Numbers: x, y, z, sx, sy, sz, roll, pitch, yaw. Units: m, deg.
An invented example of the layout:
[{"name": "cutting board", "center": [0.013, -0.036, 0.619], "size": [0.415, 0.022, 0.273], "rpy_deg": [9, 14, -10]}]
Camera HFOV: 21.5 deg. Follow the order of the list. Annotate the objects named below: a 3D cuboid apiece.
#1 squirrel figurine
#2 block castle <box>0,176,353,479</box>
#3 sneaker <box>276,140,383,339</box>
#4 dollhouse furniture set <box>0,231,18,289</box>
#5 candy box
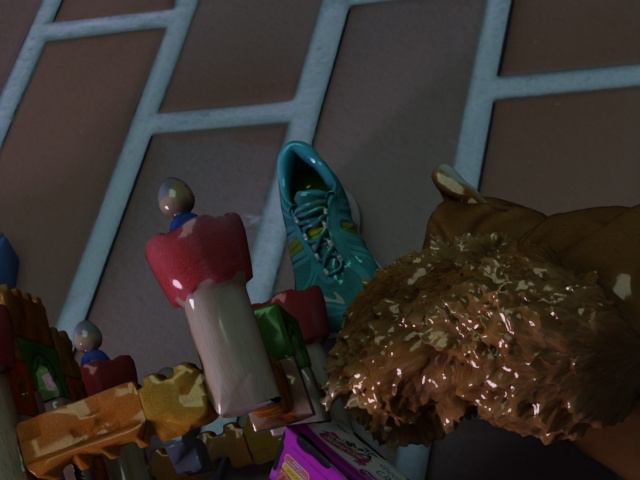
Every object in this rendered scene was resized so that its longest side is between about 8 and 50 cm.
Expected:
[{"name": "squirrel figurine", "center": [0.187, 0.053, 1.528], "size": [0.397, 0.281, 0.370], "rpy_deg": [-5, 22, -37]}, {"name": "block castle", "center": [-0.158, 0.109, 1.547], "size": [0.303, 0.453, 0.212], "rpy_deg": [-21, 77, 6]}, {"name": "sneaker", "center": [0.000, 0.000, 1.837], "size": [0.107, 0.110, 0.275], "rpy_deg": [-23, 44, 1]}, {"name": "dollhouse furniture set", "center": [-0.529, 0.072, 1.931], "size": [0.286, 0.198, 0.303], "rpy_deg": [-10, 45, 12]}, {"name": "candy box", "center": [0.007, 0.297, 1.474], "size": [0.071, 0.233, 0.159], "rpy_deg": [0, 27, -41]}]
